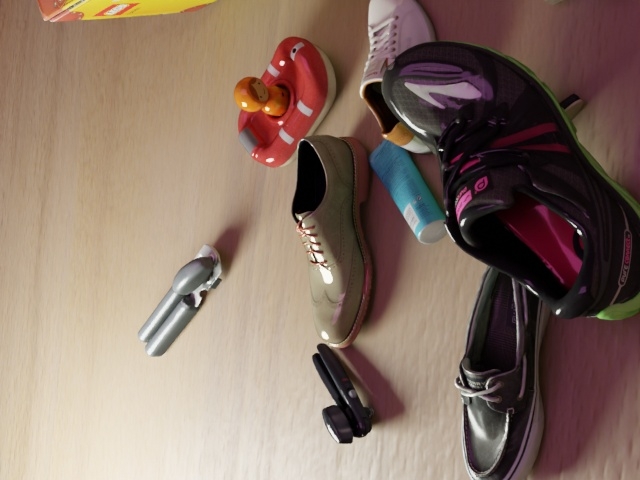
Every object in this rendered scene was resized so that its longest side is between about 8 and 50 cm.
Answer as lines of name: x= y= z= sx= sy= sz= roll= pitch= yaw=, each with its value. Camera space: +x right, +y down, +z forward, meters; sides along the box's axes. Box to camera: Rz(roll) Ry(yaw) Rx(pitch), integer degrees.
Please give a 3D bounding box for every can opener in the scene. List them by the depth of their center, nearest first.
can opener: x=0.031 y=0.241 z=1.528 sx=0.059 sy=0.073 sz=0.186 roll=-54 pitch=43 yaw=34
can opener: x=-0.277 y=0.114 z=1.818 sx=0.280 sy=0.093 sz=0.074 roll=-53 pitch=54 yaw=31

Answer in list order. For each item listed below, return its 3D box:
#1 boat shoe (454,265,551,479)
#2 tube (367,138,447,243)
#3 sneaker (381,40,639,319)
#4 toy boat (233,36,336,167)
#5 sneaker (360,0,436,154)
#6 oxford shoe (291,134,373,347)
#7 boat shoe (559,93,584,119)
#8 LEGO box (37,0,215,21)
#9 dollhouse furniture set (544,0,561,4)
boat shoe: x=0.234 y=0.180 z=1.299 sx=0.121 sy=0.119 sz=0.335 roll=4 pitch=88 yaw=44
tube: x=0.133 y=-0.086 z=1.482 sx=0.080 sy=0.052 sz=0.207 roll=-48 pitch=49 yaw=27
sneaker: x=0.236 y=-0.093 z=1.229 sx=0.483 sy=0.202 sz=0.185 roll=50 pitch=131 yaw=26
toy boat: x=-0.084 y=-0.244 z=1.632 sx=0.231 sy=0.151 sz=0.151 roll=-55 pitch=53 yaw=24
sneaker: x=0.113 y=-0.280 z=1.473 sx=0.106 sy=0.123 sz=0.290 roll=-30 pitch=64 yaw=39
oxford shoe: x=0.000 y=0.000 z=1.533 sx=0.123 sy=0.130 sz=0.348 roll=-8 pitch=82 yaw=43
boat shoe: x=0.308 y=-0.162 z=1.322 sx=0.133 sy=0.049 sz=0.042 roll=-42 pitch=66 yaw=37
LEGO box: x=-0.215 y=-0.554 z=1.621 sx=0.500 sy=0.372 sz=0.193 roll=-14 pitch=94 yaw=41
dollhouse furniture set: x=0.237 y=-0.462 z=1.326 sx=0.303 sy=0.198 sz=0.286 roll=-14 pitch=75 yaw=42
